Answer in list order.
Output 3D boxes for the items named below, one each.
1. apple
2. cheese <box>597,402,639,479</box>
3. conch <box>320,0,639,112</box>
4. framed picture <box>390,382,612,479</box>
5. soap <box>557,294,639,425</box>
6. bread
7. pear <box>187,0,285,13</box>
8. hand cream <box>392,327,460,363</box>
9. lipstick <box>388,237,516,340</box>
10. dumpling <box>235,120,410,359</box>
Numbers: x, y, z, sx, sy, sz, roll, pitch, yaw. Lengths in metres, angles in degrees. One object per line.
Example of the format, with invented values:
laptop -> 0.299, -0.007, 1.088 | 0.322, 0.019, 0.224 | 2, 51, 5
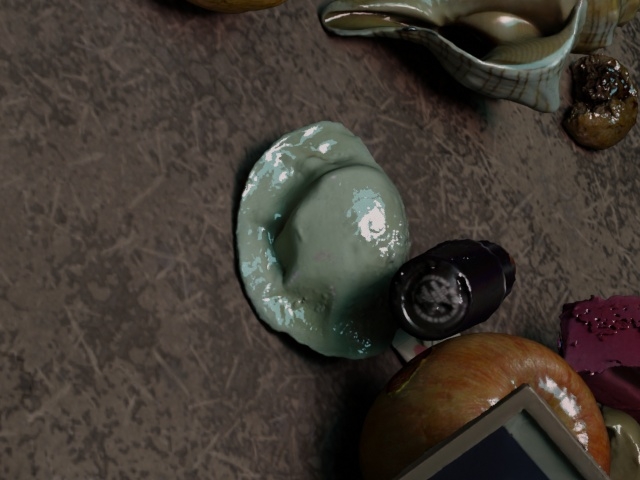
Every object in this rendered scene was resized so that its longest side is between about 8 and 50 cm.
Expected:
apple -> 0.138, 0.183, 1.584 | 0.211, 0.188, 0.211 | 13, 65, -31
cheese -> 0.276, 0.249, 1.738 | 0.175, 0.091, 0.202 | 8, 66, -76
conch -> 0.185, -0.215, 1.883 | 0.386, 0.169, 0.203 | -20, 58, -16
framed picture -> 0.114, 0.262, 1.484 | 0.209, 0.281, 0.019 | 47, 12, -17
soap -> 0.327, 0.147, 1.822 | 0.250, 0.162, 0.099 | 31, 50, -33
bread -> 0.312, -0.149, 2.038 | 0.082, 0.060, 0.113 | 32, 48, -28
pear -> -0.076, -0.281, 1.632 | 0.178, 0.178, 0.178 | 23, 55, -37
hand cream -> 0.149, 0.169, 1.723 | 0.080, 0.050, 0.234 | -33, 89, -42
lipstick -> 0.128, 0.037, 1.669 | 0.081, 0.081, 0.299 | 66, 17, 2
dumpling -> 0.013, -0.005, 1.619 | 0.152, 0.108, 0.219 | 3, 66, -45
